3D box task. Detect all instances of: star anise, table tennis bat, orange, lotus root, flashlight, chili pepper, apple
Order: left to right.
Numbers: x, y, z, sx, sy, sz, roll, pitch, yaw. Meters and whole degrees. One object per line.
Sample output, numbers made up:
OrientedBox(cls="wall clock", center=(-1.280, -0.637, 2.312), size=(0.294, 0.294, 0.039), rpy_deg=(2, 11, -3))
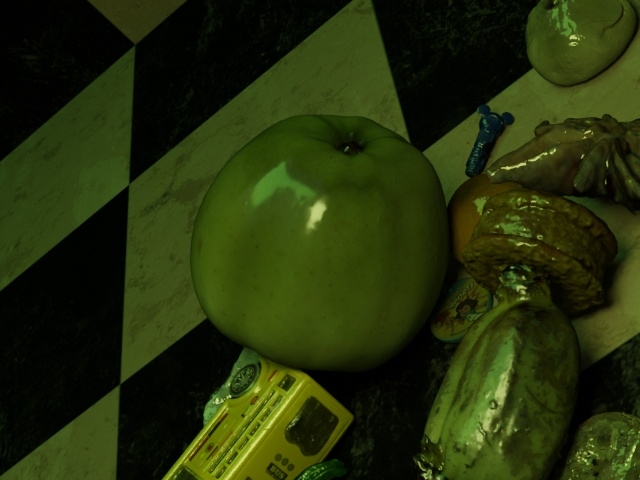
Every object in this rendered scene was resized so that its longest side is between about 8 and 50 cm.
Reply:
OrientedBox(cls="chili pepper", center=(-0.020, 0.364, 1.907), size=(0.073, 0.050, 0.182), rpy_deg=(-14, 42, 34))
OrientedBox(cls="apple", center=(0.000, 0.000, 1.997), size=(0.357, 0.357, 0.357), rpy_deg=(-34, 31, 24))
OrientedBox(cls="table tennis bat", center=(0.186, 0.085, 2.012), size=(0.100, 0.019, 0.155), rpy_deg=(-43, 30, 9))
OrientedBox(cls="flashlight", center=(0.247, -0.147, 2.207), size=(0.035, 0.057, 0.121), rpy_deg=(89, -157, -68))
OrientedBox(cls="orange", center=(0.231, -0.032, 2.013), size=(0.170, 0.112, 0.160), rpy_deg=(-4, 49, 37))
OrientedBox(cls="lotus root", center=(0.216, 0.177, 1.687), size=(0.173, 0.173, 0.309), rpy_deg=(3, 67, 55))
OrientedBox(cls="star anise", center=(0.374, -0.100, 1.857), size=(0.349, 0.292, 0.109), rpy_deg=(11, 105, 38))

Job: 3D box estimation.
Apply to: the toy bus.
OrientedBox(cls="toy bus", center=(-0.109, 0.323, 1.986), size=(0.330, 0.144, 0.152), rpy_deg=(-52, 28, -10))

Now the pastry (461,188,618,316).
OrientedBox(cls="pastry", center=(0.272, 0.015, 1.811), size=(0.189, 0.189, 0.103), rpy_deg=(-7, 52, 51))

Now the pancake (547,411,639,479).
OrientedBox(cls="pancake", center=(0.310, 0.257, 1.614), size=(0.158, 0.028, 0.158), rpy_deg=(-35, 32, 26))

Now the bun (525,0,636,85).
OrientedBox(cls="bun", center=(0.376, -0.322, 2.164), size=(0.167, 0.113, 0.173), rpy_deg=(-22, 39, 39))

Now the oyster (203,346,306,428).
OrientedBox(cls="oyster", center=(-0.076, 0.191, 2.166), size=(0.199, 0.087, 0.252), rpy_deg=(-13, 50, 33))
